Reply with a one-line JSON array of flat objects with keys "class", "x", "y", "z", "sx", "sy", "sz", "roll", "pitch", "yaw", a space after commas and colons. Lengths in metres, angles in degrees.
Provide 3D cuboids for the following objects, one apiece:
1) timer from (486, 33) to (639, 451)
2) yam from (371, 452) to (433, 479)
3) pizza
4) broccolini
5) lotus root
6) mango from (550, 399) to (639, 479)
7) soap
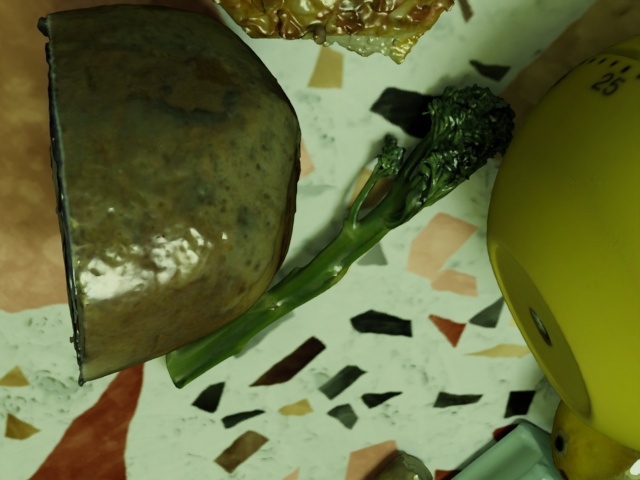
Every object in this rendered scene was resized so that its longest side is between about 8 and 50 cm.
[{"class": "timer", "x": 0.332, "y": -0.021, "z": 1.056, "sx": 0.387, "sy": 0.376, "sz": 0.376, "roll": -29, "pitch": 130, "yaw": -6}, {"class": "yam", "x": 0.031, "y": 0.311, "z": 1.427, "sx": 0.057, "sy": 0.057, "sz": 0.241, "roll": 26, "pitch": 118, "yaw": -29}, {"class": "pizza", "x": 0.017, "y": -0.199, "z": 1.017, "sx": 0.271, "sy": 0.056, "sz": 0.134, "roll": 6, "pitch": 118, "yaw": -16}, {"class": "broccolini", "x": 0.001, "y": -0.002, "z": 1.174, "sx": 0.392, "sy": 0.074, "sz": 0.079, "roll": -36, "pitch": 168, "yaw": 18}, {"class": "lotus root", "x": -0.113, "y": -0.037, "z": 1.005, "sx": 0.192, "sy": 0.272, "sz": 0.272, "roll": -9, "pitch": 130, "yaw": -18}, {"class": "mango", "x": 0.353, "y": 0.205, "z": 1.355, "sx": 0.176, "sy": 0.175, "sz": 0.329, "roll": -7, "pitch": 160, "yaw": 34}, {"class": "soap", "x": 0.176, "y": 0.323, "z": 1.446, "sx": 0.160, "sy": 0.087, "sz": 0.265, "roll": 33, "pitch": 115, "yaw": -31}]
